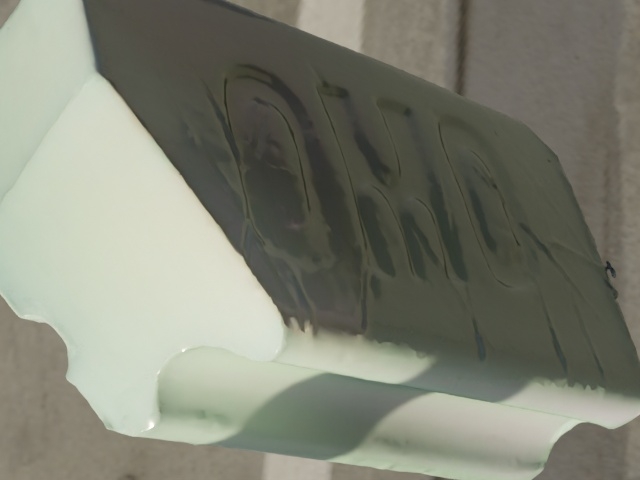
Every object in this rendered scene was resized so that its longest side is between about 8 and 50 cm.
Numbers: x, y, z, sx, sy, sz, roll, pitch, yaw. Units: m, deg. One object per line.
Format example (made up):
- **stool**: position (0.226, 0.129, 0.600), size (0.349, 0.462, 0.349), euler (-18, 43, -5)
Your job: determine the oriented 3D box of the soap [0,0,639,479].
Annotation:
- **soap**: position (0.000, 0.000, 0.610), size (0.095, 0.289, 0.173), euler (-39, 52, 33)
